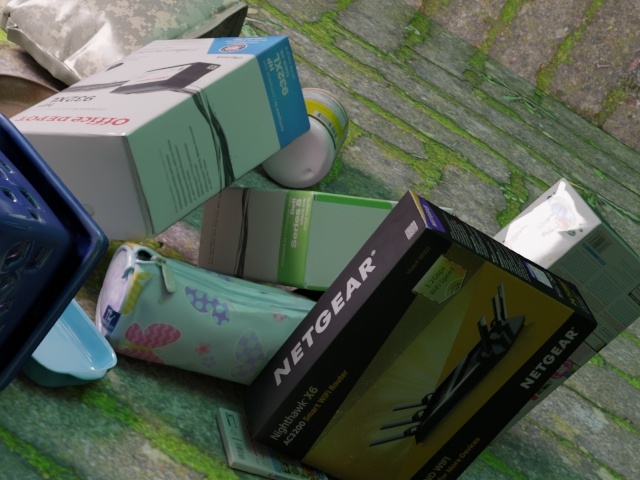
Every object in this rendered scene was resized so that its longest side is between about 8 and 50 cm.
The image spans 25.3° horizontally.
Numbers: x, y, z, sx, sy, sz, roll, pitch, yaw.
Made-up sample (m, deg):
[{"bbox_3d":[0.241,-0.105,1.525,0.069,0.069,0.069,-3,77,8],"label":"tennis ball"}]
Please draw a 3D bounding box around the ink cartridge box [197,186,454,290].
[{"bbox_3d":[0.000,0.000,1.725,0.198,0.114,0.273,6,1,-31],"label":"ink cartridge box"}]

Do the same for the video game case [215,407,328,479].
[{"bbox_3d":[-0.052,0.227,1.535,0.122,0.011,0.087,20,26,-27],"label":"video game case"}]

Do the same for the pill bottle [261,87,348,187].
[{"bbox_3d":[-0.021,-0.167,2.213,0.117,0.117,0.215,32,23,-3],"label":"pill bottle"}]

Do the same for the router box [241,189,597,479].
[{"bbox_3d":[0.103,0.128,1.523,0.243,0.309,0.081,28,22,-26],"label":"router box"}]

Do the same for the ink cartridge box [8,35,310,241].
[{"bbox_3d":[-0.195,-0.128,1.659,0.223,0.129,0.307,5,29,35],"label":"ink cartridge box"}]

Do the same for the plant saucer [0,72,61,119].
[{"bbox_3d":[-0.361,-0.144,1.835,0.199,0.036,0.198,28,24,-14],"label":"plant saucer"}]

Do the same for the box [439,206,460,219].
[{"bbox_3d":[0.160,0.027,2.140,0.293,0.057,0.201,2,39,-50],"label":"box"}]

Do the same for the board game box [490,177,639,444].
[{"bbox_3d":[0.250,0.093,1.747,0.224,0.303,0.097,37,14,-47],"label":"board game box"}]

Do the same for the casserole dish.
[{"bbox_3d":[-0.290,0.090,1.465,0.188,0.037,0.114,47,26,27],"label":"casserole dish"}]

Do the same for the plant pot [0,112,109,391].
[{"bbox_3d":[-0.353,0.005,1.318,0.236,0.236,0.212,46,19,27],"label":"plant pot"}]

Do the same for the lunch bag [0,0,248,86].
[{"bbox_3d":[-0.288,-0.296,2.050,0.235,0.169,0.287,39,49,16],"label":"lunch bag"}]

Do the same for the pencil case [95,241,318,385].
[{"bbox_3d":[-0.111,0.087,1.567,0.273,0.124,0.113,18,23,-22],"label":"pencil case"}]

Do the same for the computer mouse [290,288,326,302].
[{"bbox_3d":[0.031,0.136,1.743,0.189,0.072,0.272,18,27,-30],"label":"computer mouse"}]
